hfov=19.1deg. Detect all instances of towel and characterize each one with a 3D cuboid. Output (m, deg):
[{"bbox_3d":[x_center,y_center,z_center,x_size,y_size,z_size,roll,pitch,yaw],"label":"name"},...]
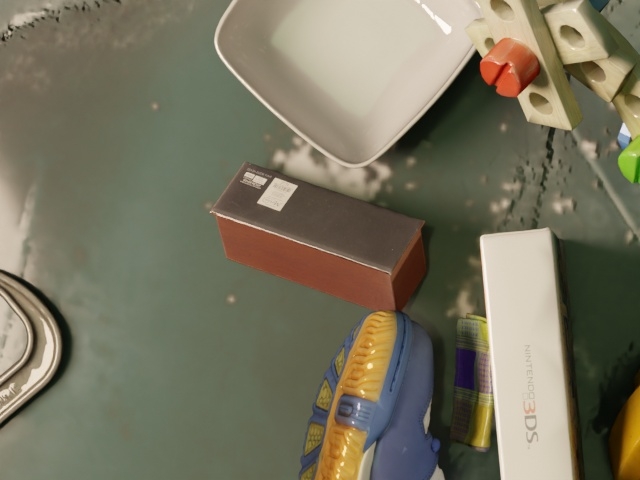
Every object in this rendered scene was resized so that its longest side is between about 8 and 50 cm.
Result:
[{"bbox_3d":[0.095,0.089,1.192,0.009,0.060,0.083,4,93,-16],"label":"towel"}]

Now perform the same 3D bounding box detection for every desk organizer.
[{"bbox_3d":[0.000,0.000,1.212,0.130,0.050,0.047,19,57,22],"label":"desk organizer"}]

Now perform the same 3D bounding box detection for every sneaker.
[{"bbox_3d":[0.051,0.194,1.187,0.131,0.112,0.296,8,91,-10],"label":"sneaker"}]

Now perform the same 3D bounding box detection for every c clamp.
[{"bbox_3d":[-0.256,0.072,1.255,0.161,0.022,0.137,-34,84,5],"label":"c clamp"}]

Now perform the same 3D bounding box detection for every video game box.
[{"bbox_3d":[0.130,0.098,1.125,0.048,0.187,0.205,-5,87,7],"label":"video game box"}]

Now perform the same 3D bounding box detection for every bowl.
[{"bbox_3d":[0.021,-0.131,1.213,0.142,0.053,0.142,42,94,6],"label":"bowl"}]

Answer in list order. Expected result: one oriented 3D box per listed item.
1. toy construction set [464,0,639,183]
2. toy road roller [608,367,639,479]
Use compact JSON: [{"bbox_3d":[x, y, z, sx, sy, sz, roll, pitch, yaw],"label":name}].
[{"bbox_3d":[0.239,-0.146,1.098,0.328,0.215,0.151,-34,53,-15],"label":"toy construction set"},{"bbox_3d":[0.308,0.167,1.107,0.202,0.240,0.329,-37,120,24],"label":"toy road roller"}]
